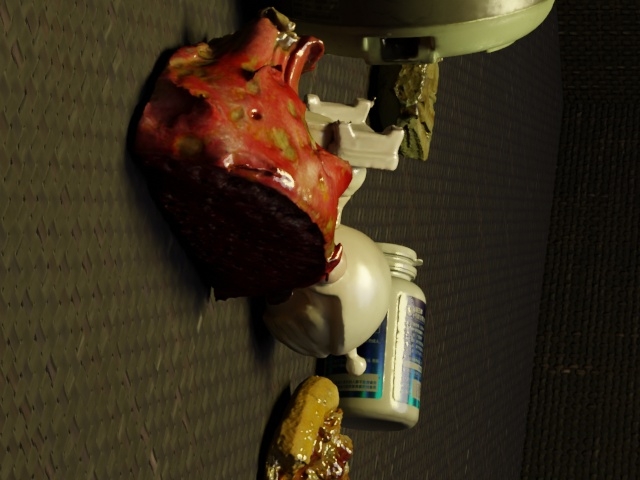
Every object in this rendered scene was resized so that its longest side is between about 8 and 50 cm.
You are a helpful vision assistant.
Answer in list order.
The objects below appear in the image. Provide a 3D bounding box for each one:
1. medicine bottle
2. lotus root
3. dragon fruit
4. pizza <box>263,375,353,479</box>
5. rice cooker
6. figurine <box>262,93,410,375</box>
[{"bbox_3d":[0.058,0.104,2.030,0.107,0.107,0.192,52,41,-71],"label":"medicine bottle"},{"bbox_3d":[0.101,-0.178,2.289,0.144,0.070,0.143,45,54,-78],"label":"lotus root"},{"bbox_3d":[-0.045,-0.086,1.498,0.262,0.134,0.212,63,27,-65],"label":"dragon fruit"},{"bbox_3d":[-0.005,0.242,1.842,0.154,0.069,0.194,-67,154,-61],"label":"pizza"},{"bbox_3d":[0.074,-0.317,1.713,0.288,0.288,0.277,-60,148,-65],"label":"rice cooker"},{"bbox_3d":[0.007,-0.002,1.760,0.144,0.182,0.257,-7,109,-35],"label":"figurine"}]
